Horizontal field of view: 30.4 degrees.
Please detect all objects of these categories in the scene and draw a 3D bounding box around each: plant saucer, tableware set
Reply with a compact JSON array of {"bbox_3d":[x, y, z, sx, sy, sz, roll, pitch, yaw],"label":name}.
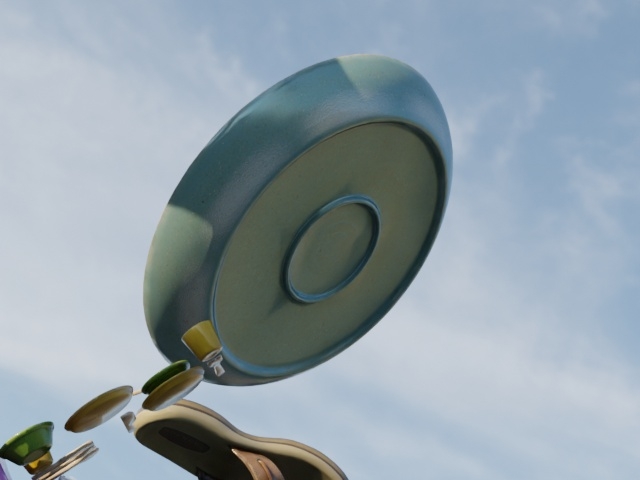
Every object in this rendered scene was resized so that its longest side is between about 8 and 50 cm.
[{"bbox_3d":[0.000,0.000,0.971,0.044,0.317,0.317,41,-17,35],"label":"plant saucer"},{"bbox_3d":[-0.131,0.102,0.755,0.024,0.154,0.104,55,-13,17],"label":"tableware set"}]

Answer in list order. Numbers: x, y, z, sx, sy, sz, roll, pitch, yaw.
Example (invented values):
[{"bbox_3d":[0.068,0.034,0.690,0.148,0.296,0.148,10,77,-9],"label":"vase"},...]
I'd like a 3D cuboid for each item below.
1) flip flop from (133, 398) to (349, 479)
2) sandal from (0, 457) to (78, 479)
[{"bbox_3d":[-0.089,0.266,1.341,0.277,0.080,0.112,30,-56,-22],"label":"flip flop"},{"bbox_3d":[-0.154,0.227,0.798,0.169,0.102,0.416,44,-21,42],"label":"sandal"}]
